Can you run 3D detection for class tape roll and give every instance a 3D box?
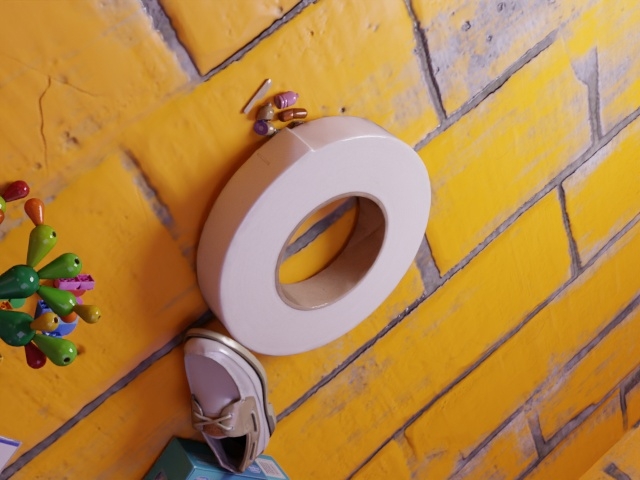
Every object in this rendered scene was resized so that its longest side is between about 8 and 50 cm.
[{"bbox_3d":[0.000,0.000,1.172,0.392,0.072,0.392,-24,136,-26],"label":"tape roll"}]

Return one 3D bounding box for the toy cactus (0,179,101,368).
[{"bbox_3d":[-0.350,0.051,0.846,0.180,0.219,0.112,-23,174,-26],"label":"toy cactus"}]

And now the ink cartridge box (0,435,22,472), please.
[{"bbox_3d":[-0.526,0.287,0.803,0.303,0.072,0.307,36,85,-46],"label":"ink cartridge box"}]

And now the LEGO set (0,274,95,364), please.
[{"bbox_3d":[-0.377,0.103,0.928,0.227,0.087,0.093,1,118,-40],"label":"LEGO set"}]

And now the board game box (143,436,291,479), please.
[{"bbox_3d":[-0.240,0.509,1.344,0.336,0.079,0.253,-54,138,5],"label":"board game box"}]

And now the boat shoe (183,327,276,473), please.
[{"bbox_3d":[-0.142,0.254,1.198,0.302,0.113,0.103,70,33,-44],"label":"boat shoe"}]

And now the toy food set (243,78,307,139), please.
[{"bbox_3d":[-0.048,-0.163,1.063,0.078,0.019,0.122,-52,138,3],"label":"toy food set"}]
